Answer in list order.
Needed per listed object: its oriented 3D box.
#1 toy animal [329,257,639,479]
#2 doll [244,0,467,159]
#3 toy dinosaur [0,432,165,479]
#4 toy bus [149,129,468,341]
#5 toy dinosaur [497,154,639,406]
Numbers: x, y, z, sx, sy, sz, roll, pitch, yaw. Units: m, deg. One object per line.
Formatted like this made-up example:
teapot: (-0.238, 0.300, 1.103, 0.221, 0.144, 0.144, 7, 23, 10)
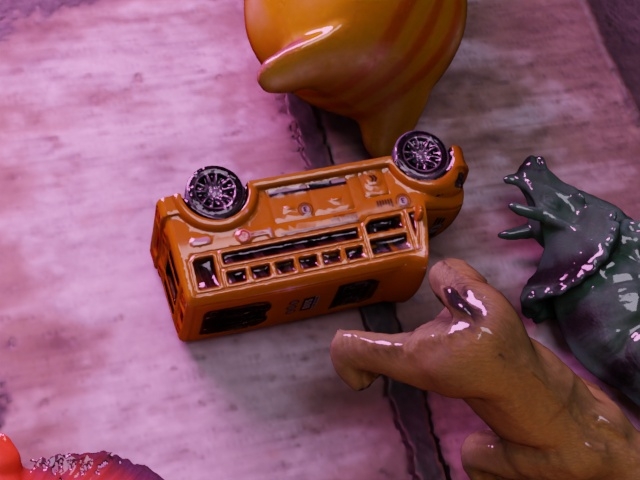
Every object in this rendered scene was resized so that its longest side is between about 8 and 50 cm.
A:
toy animal: (0.122, 0.090, 0.645, 0.219, 0.101, 0.103, 42, 70, -18)
doll: (0.016, -0.209, 0.778, 0.167, 0.162, 0.269, 18, 47, -39)
toy dinosaur: (-0.099, 0.199, 0.589, 0.139, 0.070, 0.286, -22, 68, -47)
toy bus: (0.000, 0.000, 0.698, 0.195, 0.083, 0.088, -11, 67, -16)
toy dinosaur: (0.222, 0.056, 0.721, 0.120, 0.079, 0.292, -40, 73, -22)
